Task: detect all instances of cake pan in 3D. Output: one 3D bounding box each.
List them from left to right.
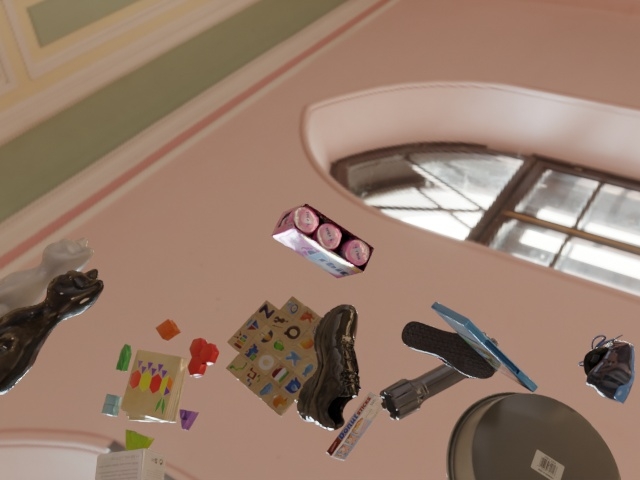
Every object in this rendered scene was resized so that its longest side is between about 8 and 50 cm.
[{"bbox_3d":[0.342,0.367,1.081,0.293,0.293,0.054,-47,-12,-36],"label":"cake pan"}]

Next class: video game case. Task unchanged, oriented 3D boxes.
[{"bbox_3d":[0.254,0.164,1.081,0.166,0.119,0.015,43,-95,-17],"label":"video game case"}]

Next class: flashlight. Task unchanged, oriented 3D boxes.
[{"bbox_3d":[0.279,0.316,1.602,0.303,0.103,0.103,-23,-57,-20],"label":"flashlight"}]

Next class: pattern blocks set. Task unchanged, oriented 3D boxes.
[{"bbox_3d":[-0.354,0.313,1.488,0.026,0.324,0.286,28,-103,-44],"label":"pattern blocks set"}]

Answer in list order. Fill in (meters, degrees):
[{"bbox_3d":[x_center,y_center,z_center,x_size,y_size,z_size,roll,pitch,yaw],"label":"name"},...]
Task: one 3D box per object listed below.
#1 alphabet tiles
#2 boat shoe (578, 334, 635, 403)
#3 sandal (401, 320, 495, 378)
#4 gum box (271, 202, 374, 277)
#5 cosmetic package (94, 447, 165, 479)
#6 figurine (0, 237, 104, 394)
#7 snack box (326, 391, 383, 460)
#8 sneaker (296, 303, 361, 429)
[{"bbox_3d":[-0.093,0.318,1.944,0.285,0.342,0.011,-47,-32,-16],"label":"alphabet tiles"},{"bbox_3d":[0.574,0.240,1.387,0.258,0.088,0.109,-5,-66,-71],"label":"boat shoe"},{"bbox_3d":[0.230,0.192,1.231,0.067,0.179,0.040,-64,-29,-10],"label":"sandal"},{"bbox_3d":[0.000,0.000,1.409,0.188,0.107,0.062,33,-113,-20],"label":"gum box"},{"bbox_3d":[-0.378,0.534,1.345,0.085,0.117,0.231,49,-147,-54],"label":"cosmetic package"},{"bbox_3d":[-0.409,0.087,1.002,0.209,0.215,0.092,-39,-58,-5],"label":"figurine"},{"bbox_3d":[0.088,0.448,1.668,0.178,0.022,0.064,-54,-41,0],"label":"snack box"},{"bbox_3d":[0.045,0.286,1.547,0.109,0.130,0.287,8,-84,-39],"label":"sneaker"}]
